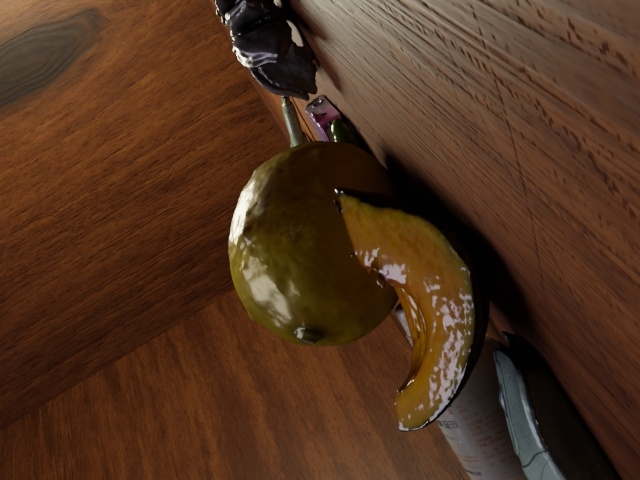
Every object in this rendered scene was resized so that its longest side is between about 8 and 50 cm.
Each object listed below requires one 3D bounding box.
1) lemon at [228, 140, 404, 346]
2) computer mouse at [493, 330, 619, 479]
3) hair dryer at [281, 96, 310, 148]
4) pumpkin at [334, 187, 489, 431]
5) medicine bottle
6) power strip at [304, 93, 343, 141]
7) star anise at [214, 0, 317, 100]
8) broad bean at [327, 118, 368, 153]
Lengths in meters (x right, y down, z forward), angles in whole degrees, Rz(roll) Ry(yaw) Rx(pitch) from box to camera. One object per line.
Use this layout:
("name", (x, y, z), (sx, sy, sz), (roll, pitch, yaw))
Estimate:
("lemon", (0.000, 0.000, 0.848), (0.233, 0.234, 0.288), (60, -156, -49))
("computer mouse", (0.222, 0.200, 0.673), (0.229, 0.068, 0.113), (59, 178, 12))
("hair dryer", (-0.060, -0.260, 1.681), (0.219, 0.088, 0.224), (-107, 0, -76))
("pumpkin", (0.124, 0.041, 0.671), (0.130, 0.149, 0.254), (1, -112, -40))
("medicine bottle", (0.178, 0.173, 0.820), (0.252, 0.114, 0.114), (60, 179, -5))
("power strip", (0.055, -0.099, 1.069), (0.279, 0.037, 0.109), (59, 180, -33))
("star anise", (-0.078, -0.282, 0.893), (0.236, 0.093, 0.229), (63, -177, -46))
("broad bean", (0.065, -0.079, 0.961), (0.195, 0.046, 0.061), (58, 177, -22))
